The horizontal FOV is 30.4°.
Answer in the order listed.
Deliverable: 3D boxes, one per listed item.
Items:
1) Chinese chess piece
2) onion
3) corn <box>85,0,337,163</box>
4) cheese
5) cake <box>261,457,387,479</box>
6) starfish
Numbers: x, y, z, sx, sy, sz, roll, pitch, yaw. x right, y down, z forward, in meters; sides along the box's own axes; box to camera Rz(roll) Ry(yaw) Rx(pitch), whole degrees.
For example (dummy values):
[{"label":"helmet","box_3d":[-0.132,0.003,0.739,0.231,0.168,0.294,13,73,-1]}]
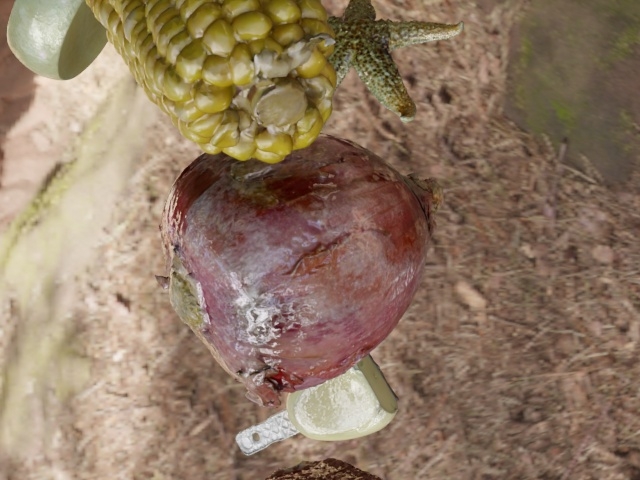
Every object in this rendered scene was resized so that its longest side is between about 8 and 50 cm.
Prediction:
[{"label":"Chinese chess piece","box_3d":[-0.224,-0.215,1.064,0.058,0.144,0.144,32,107,3]},{"label":"onion","box_3d":[0.000,0.000,0.717,0.159,0.195,0.159,47,151,36]},{"label":"corn","box_3d":[-0.085,-0.151,0.643,0.102,0.102,0.313,-54,45,20]},{"label":"cheese","box_3d":[-0.017,0.240,1.636,0.251,0.054,0.127,-31,92,27]},{"label":"cake","box_3d":[0.003,0.338,1.302,0.283,0.177,0.151,-4,113,60]},{"label":"starfish","box_3d":[0.052,-0.188,1.140,0.176,0.053,0.208,-14,58,5]}]
